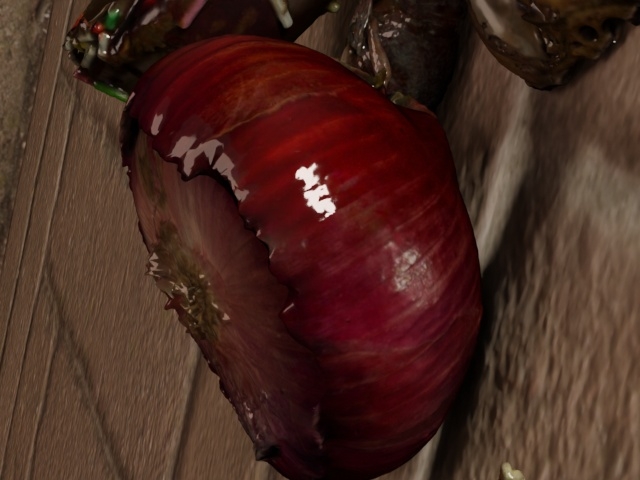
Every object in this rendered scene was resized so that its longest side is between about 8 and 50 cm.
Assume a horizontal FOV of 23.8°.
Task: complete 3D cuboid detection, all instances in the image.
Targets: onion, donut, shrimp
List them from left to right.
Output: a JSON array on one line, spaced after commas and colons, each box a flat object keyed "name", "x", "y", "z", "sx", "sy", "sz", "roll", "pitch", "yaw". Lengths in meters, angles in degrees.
[{"name": "donut", "x": -0.041, "y": -0.180, "z": 0.925, "sx": 0.270, "sy": 0.103, "sz": 0.269, "roll": -43, "pitch": 18, "yaw": 17}, {"name": "onion", "x": -0.007, "y": 0.008, "z": 0.761, "sx": 0.248, "sy": 0.161, "sz": 0.248, "roll": 168, "pitch": 90, "yaw": -83}, {"name": "shrimp", "x": 0.033, "y": -0.085, "z": 0.850, "sx": 0.073, "sy": 0.075, "sz": 0.190, "roll": 41, "pitch": 133, "yaw": 31}]

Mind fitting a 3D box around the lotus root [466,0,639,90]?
[{"name": "lotus root", "x": 0.095, "y": -0.235, "z": 0.723, "sx": 0.167, "sy": 0.078, "sz": 0.329, "roll": 129, "pitch": 146, "yaw": -53}]

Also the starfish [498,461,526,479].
[{"name": "starfish", "x": 0.066, "y": 0.207, "z": 0.643, "sx": 0.138, "sy": 0.050, "sz": 0.247, "roll": -100, "pitch": 19, "yaw": -45}]
